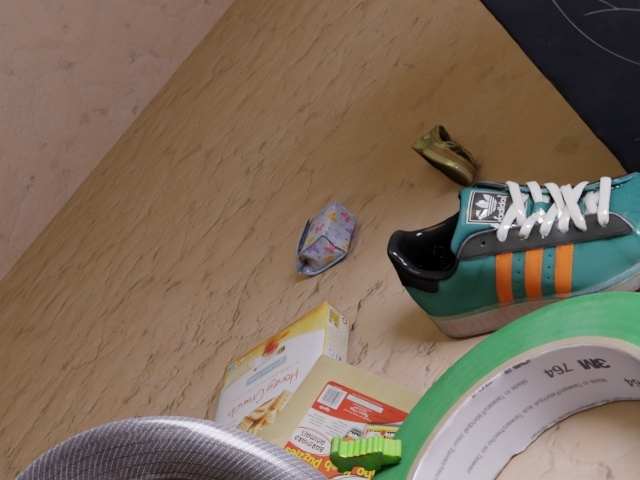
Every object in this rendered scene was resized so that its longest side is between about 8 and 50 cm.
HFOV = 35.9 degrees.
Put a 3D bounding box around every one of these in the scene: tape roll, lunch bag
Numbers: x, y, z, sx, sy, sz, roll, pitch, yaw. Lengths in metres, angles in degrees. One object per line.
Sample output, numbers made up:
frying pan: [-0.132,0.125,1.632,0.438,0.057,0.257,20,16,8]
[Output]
tape roll: [0.166,0.184,0.687,0.321,0.077,0.321,-38,25,21]
lunch bag: [0.000,0.000,1.280,0.083,0.053,0.071,-38,22,41]

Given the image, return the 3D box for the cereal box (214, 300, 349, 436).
cereal box: [-0.050,0.194,1.063,0.173,0.047,0.240,-35,27,27]

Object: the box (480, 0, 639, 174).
box: [0.337,-0.353,0.748,0.480,0.472,0.297,-21,34,45]

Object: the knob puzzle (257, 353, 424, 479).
knob puzzle: [0.019,0.213,0.893,0.213,0.030,0.213,-15,47,16]

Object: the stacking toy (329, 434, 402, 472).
stacking toy: [-0.051,0.218,0.740,0.221,0.052,0.167,-8,37,12]

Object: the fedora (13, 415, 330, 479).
fedora: [-0.074,0.235,0.604,0.244,0.275,0.124,-61,-2,-6]

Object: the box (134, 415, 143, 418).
box: [-0.236,0.336,1.091,0.231,0.056,0.183,-55,22,9]

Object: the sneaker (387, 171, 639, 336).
sneaker: [0.188,-0.003,0.884,0.302,0.121,0.108,-26,32,39]

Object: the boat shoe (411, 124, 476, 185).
boat shoe: [0.154,-0.107,1.187,0.048,0.056,0.153,-50,16,5]
